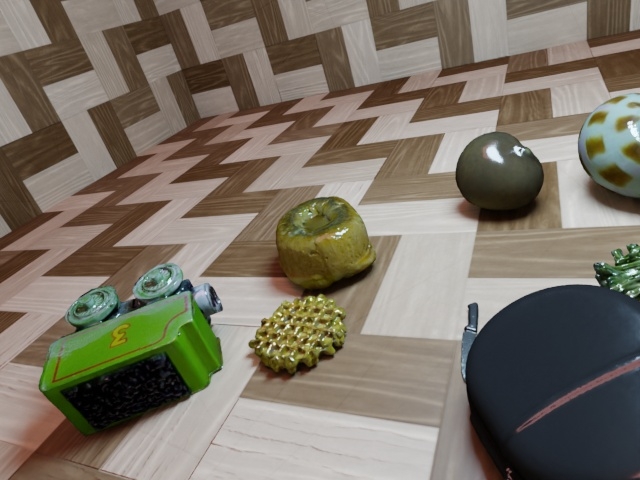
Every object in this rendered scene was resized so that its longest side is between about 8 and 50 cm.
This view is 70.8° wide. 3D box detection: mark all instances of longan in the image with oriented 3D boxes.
[{"bbox_3d":[0.396,-0.149,1.007,0.189,0.189,0.189,-14,28,8],"label":"longan"}]

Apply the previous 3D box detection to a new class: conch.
[{"bbox_3d":[0.657,-0.193,0.904,0.249,0.197,0.368,-7,28,12],"label":"conch"}]

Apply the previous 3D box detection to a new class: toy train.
[{"bbox_3d":[-0.333,0.186,0.833,0.306,0.174,0.249,-21,35,-6],"label":"toy train"}]

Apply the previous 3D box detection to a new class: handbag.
[{"bbox_3d":[0.294,0.170,0.513,0.253,0.093,0.308,-33,22,7],"label":"handbag"}]

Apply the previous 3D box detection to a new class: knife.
[{"bbox_3d":[0.237,0.157,0.717,0.023,0.010,0.170,-3,33,24],"label":"knife"}]

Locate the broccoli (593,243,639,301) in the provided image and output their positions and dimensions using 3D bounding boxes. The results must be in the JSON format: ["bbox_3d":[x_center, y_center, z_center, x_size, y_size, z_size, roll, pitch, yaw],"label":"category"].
[{"bbox_3d":[0.451,0.023,0.559,0.176,0.275,0.199,-5,41,19],"label":"broccoli"}]

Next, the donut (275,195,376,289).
[{"bbox_3d":[0.000,0.000,1.010,0.208,0.128,0.261,-23,27,-9],"label":"donut"}]

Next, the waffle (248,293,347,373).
[{"bbox_3d":[-0.037,0.166,0.828,0.190,0.038,0.191,-14,28,8],"label":"waffle"}]
